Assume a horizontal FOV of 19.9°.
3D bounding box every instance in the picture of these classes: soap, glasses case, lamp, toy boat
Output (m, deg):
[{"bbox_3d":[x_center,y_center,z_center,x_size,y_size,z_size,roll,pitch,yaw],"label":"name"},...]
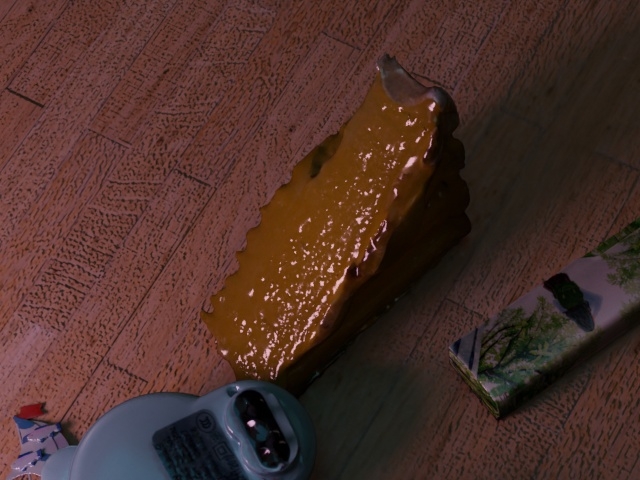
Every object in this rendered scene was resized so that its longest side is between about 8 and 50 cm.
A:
[{"bbox_3d":[0.000,0.000,1.968,0.339,0.304,0.169,-43,63,-14],"label":"soap"},{"bbox_3d":[0.278,0.083,2.028,0.272,0.062,0.095,-34,65,-11],"label":"glasses case"},{"bbox_3d":[-0.140,0.252,1.938,0.284,0.147,0.209,-31,73,6],"label":"lamp"},{"bbox_3d":[-0.301,0.250,2.034,0.105,0.034,0.149,-1,51,9],"label":"toy boat"}]
